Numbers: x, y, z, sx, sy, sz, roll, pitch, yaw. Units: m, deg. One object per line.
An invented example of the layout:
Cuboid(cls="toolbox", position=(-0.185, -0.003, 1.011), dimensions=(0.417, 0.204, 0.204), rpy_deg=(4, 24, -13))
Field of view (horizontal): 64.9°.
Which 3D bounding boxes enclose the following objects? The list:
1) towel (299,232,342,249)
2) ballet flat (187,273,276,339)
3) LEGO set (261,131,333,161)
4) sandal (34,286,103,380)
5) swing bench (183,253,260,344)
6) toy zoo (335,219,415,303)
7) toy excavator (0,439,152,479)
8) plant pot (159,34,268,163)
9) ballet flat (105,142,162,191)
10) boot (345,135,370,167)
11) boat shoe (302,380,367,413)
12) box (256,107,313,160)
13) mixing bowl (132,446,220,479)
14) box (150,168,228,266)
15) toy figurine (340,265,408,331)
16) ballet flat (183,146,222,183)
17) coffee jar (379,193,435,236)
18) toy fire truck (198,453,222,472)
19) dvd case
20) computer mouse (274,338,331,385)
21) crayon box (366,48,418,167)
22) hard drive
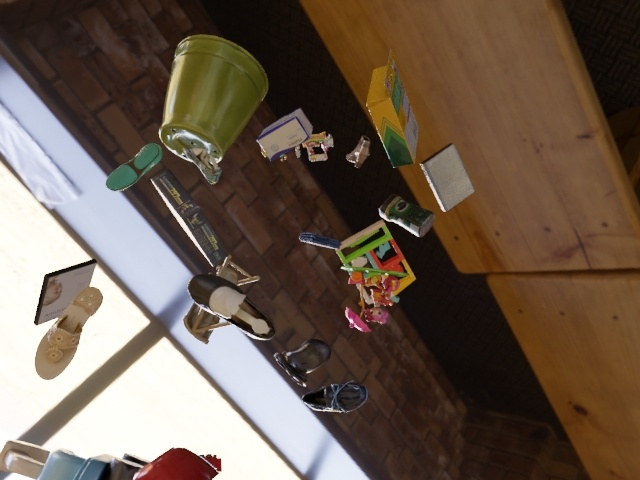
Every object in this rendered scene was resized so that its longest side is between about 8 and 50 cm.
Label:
Cuboid(cls="towel", position=(0.000, 0.000, 1.437), dimensions=(0.067, 0.029, 0.120), rpy_deg=(8, 176, 44))
Cuboid(cls="ballet flat", position=(-0.213, 0.175, 1.302), dimensions=(0.280, 0.095, 0.096), rpy_deg=(39, 167, -33))
Cuboid(cls="LEGO set", position=(-0.077, -0.341, 1.933), dimensions=(0.132, 0.287, 0.106), rpy_deg=(168, 88, -74))
Cuboid(cls="sandal", position=(-0.602, 0.207, 1.192), dimensions=(0.088, 0.239, 0.079), rpy_deg=(25, 153, -3))
Cuboid(cls="swing bench", position=(-0.408, 0.236, 2.000), dimensions=(0.165, 0.253, 0.255), rpy_deg=(39, 131, -19))
Cuboid(cls="toy zoo", position=(0.200, 0.095, 1.744), dimensions=(0.293, 0.193, 0.030), rpy_deg=(58, -173, -19))
Cuboid(cls="toy excavator", position=(-0.681, 0.632, 1.331), dimensions=(0.446, 0.222, 0.433), rpy_deg=(22, 157, -4))
Cuboid(cls="plant pot", position=(-0.419, -0.487, 1.853), dimensions=(0.367, 0.352, 0.366), rpy_deg=(13, 156, 6))
Cuboid(cls="ballet flat", position=(-0.682, -0.264, 1.870), dimensions=(0.083, 0.247, 0.087), rpy_deg=(50, -179, 1))
Cuboid(cls="boot", position=(0.116, -0.269, 1.493), dimensions=(0.086, 0.042, 0.118), rpy_deg=(-69, 25, 20))
Cuboid(cls="boat shoe", position=(0.044, 0.550, 1.735), dimensions=(0.258, 0.108, 0.089), rpy_deg=(-29, 142, 34))
Cuboid(cls="box", position=(-0.095, -0.295, 1.388), dimensions=(0.126, 0.137, 0.072), rpy_deg=(-27, 112, 15))
Cuboid(cls="mixing bowl", position=(-0.300, 0.472, 0.983), dimensions=(0.098, 0.182, 0.181), rpy_deg=(53, 151, 13))
Cuboid(cls="box", position=(-0.348, -0.058, 1.354), dimensions=(0.183, 0.059, 0.232), rpy_deg=(46, 165, 33))
Cuboid(cls="toy figurine", position=(0.130, 0.153, 1.281), dimensions=(0.173, 0.159, 0.130), rpy_deg=(5, 174, 8))
Cuboid(cls="ballet flat", position=(-0.390, -0.270, 1.690), dimensions=(0.188, 0.070, 0.070), rpy_deg=(47, 152, 20))
Cuboid(cls="coffee jar", position=(0.301, -0.090, 1.770), dimensions=(0.184, 0.096, 0.079), rpy_deg=(31, 154, 31))
Cuboid(cls="toy fire truck", position=(-0.401, 0.734, 1.645), dimensions=(0.192, 0.047, 0.135), rpy_deg=(10, 146, -29))
Cuboid(cls="dvd case", position=(-0.878, 0.179, 1.732), dimensions=(0.022, 0.180, 0.253), rpy_deg=(43, 124, 16))
Cuboid(cls="computer mouse", position=(-0.066, 0.504, 2.090), dimensions=(0.188, 0.072, 0.272), rpy_deg=(46, 125, -5))
Cuboid(cls="crayon box", position=(0.237, -0.430, 1.665), dimensions=(0.083, 0.203, 0.322), rpy_deg=(-8, 136, 25))
Cuboid(cls="hard drive", position=(0.303, -0.150, 1.200), dimensions=(0.135, 0.094, 0.022), rpy_deg=(59, 169, -20))
